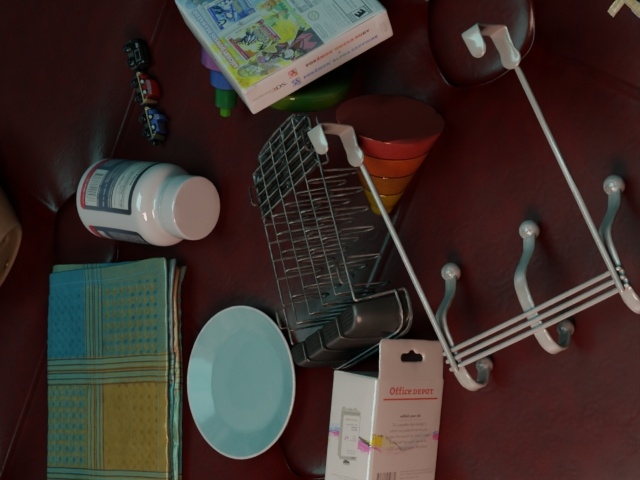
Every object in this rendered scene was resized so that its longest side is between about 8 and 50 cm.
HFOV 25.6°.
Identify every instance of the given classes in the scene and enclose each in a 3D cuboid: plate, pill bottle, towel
[{"bbox_3d":[-0.093,0.174,1.734,0.188,0.024,0.188,-4,84,43],"label":"plate"},{"bbox_3d":[-0.218,-0.048,1.808,0.180,0.108,0.108,8,92,42],"label":"pill bottle"},{"bbox_3d":[-0.277,0.211,1.889,0.271,0.040,0.370,-3,86,43],"label":"towel"}]

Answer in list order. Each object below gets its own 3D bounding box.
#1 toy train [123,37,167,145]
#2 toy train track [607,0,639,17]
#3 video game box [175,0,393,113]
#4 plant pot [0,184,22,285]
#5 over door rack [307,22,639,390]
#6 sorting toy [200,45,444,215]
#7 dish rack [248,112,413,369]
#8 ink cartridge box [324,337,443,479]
[{"bbox_3d":[-0.232,-0.201,1.889,0.036,0.027,0.158,-24,70,27],"label":"toy train"},{"bbox_3d":[0.313,-0.235,1.407,0.048,0.014,0.083,-53,56,26],"label":"toy train track"},{"bbox_3d":[-0.045,-0.257,1.624,0.187,0.048,0.205,-28,48,-8],"label":"video game box"},{"bbox_3d":[-0.544,-0.005,2.021,0.191,0.284,0.284,25,106,5],"label":"plant pot"},{"bbox_3d":[0.173,-0.036,1.429,0.239,0.108,0.324,-31,89,36],"label":"over door rack"},{"bbox_3d":[-0.012,-0.133,1.649,0.365,0.127,0.126,30,129,37],"label":"sorting toy"},{"bbox_3d":[0.000,0.000,1.573,0.208,0.074,0.271,-39,62,59],"label":"dish rack"},{"bbox_3d":[0.070,0.202,1.523,0.067,0.115,0.198,5,89,42],"label":"ink cartridge box"}]
